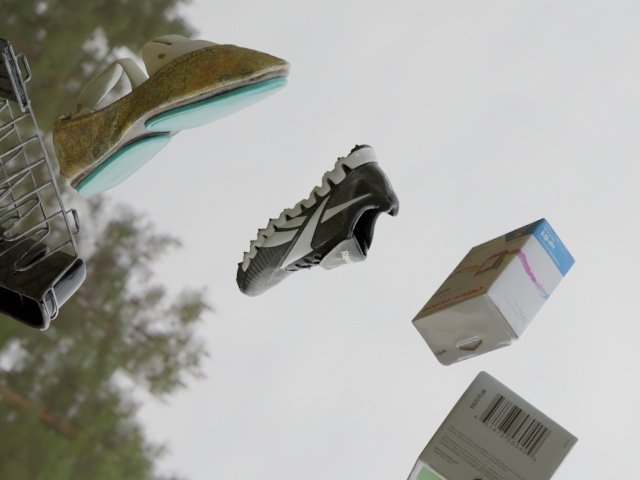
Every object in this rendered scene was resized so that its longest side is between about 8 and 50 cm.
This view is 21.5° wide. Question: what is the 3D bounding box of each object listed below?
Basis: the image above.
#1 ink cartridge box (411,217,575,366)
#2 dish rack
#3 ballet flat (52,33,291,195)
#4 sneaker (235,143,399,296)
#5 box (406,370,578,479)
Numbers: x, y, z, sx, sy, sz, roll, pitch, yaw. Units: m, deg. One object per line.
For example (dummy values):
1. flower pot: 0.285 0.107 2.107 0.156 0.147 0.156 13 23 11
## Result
1. ink cartridge box: 0.145 0.043 1.405 0.088 0.052 0.122 -25 -164 43
2. dish rack: -0.301 -0.073 1.399 0.208 0.271 0.074 19 -135 35
3. ballet flat: -0.176 -0.155 1.806 0.348 0.123 0.123 -26 -146 43
4. sneaker: 0.000 0.000 1.976 0.234 0.078 0.106 -43 -113 12
5. box: 0.141 0.186 1.405 0.102 0.101 0.087 -50 169 -23
